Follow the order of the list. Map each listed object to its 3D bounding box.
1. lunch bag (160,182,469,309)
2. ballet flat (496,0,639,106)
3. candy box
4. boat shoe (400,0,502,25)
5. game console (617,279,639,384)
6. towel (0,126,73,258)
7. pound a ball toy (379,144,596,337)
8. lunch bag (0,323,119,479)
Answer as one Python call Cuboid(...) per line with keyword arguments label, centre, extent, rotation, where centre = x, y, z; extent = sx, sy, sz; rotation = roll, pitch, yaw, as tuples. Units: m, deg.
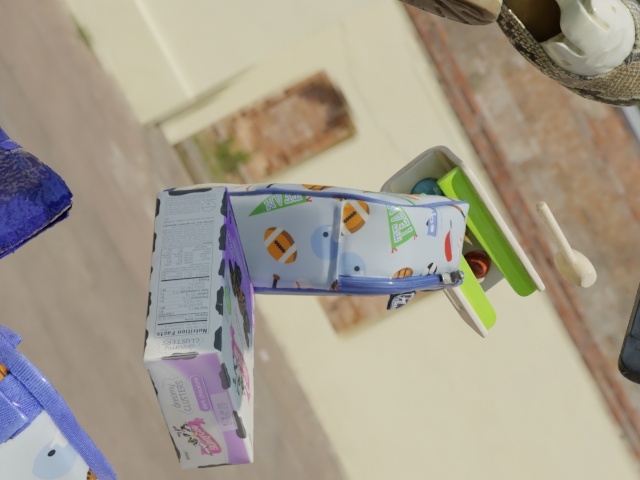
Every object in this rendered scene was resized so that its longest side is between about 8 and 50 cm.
Cuboid(label="lunch bag", centre=(0.000, 0.000, 1.772), extent=(0.243, 0.303, 0.115), rotation=(-1, 96, -66))
Cuboid(label="ballet flat", centre=(0.290, -0.347, 2.334), extent=(0.483, 0.164, 0.182), rotation=(45, 9, -9))
Cuboid(label="candy box", centre=(-0.105, 0.079, 1.566), extent=(0.165, 0.070, 0.196), rotation=(79, 8, -48))
Cuboid(label="boat shoe", centre=(0.040, -0.285, 1.575), extent=(0.285, 0.089, 0.104), rotation=(23, -7, -3))
Cuboid(label="game console", centre=(0.530, 0.061, 2.160), extent=(0.293, 0.250, 0.173), rotation=(-63, 169, -48))
Cuboid(label="towel", centre=(-0.429, -0.002, 1.841), extent=(0.227, 0.308, 0.076), rotation=(38, -24, 47))
Cuboid(label="pound a ball toy", centre=(0.251, -0.010, 2.627), extent=(0.319, 0.208, 0.136), rotation=(53, -4, -34))
Cuboid(label="lunch bag", centre=(-0.339, 0.228, 1.397), extent=(0.239, 0.328, 0.385), rotation=(46, -13, 5))
